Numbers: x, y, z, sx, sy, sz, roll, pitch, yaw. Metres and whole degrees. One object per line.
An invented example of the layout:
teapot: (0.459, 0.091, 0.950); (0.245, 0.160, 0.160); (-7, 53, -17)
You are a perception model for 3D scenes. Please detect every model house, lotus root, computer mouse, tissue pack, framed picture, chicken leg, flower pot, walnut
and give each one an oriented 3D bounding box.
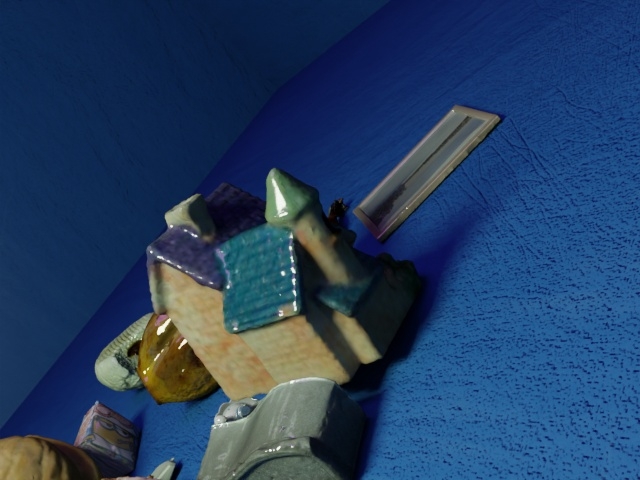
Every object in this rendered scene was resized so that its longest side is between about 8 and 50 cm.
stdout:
model house: (-0.066, 0.036, 0.947); (0.312, 0.280, 0.245); (-22, 19, 41)
lotus root: (-0.231, 0.176, 1.309); (0.291, 0.193, 0.193); (-48, 17, -2)
computer mouse: (-0.271, 0.408, 1.144); (0.056, 0.032, 0.110); (-27, 16, 47)
tissue pack: (-0.428, 0.403, 1.388); (0.065, 0.115, 0.155); (-48, 17, 7)
framed picture: (0.182, -0.128, 1.257); (0.289, 0.016, 0.213); (-46, 17, 5)
chicken leg: (0.000, 0.000, 1.367); (0.106, 0.051, 0.253); (-34, 18, 52)
flower pot: (-0.058, 0.258, 0.832); (0.229, 0.103, 0.108); (-36, 21, 32)
walnut: (-0.509, 0.471, 1.182); (0.285, 0.285, 0.296); (-54, -12, -22)

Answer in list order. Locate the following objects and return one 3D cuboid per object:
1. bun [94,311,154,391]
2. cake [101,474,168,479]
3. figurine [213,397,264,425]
bun: (-0.436, 0.279, 1.671); (0.212, 0.126, 0.204); (-39, 17, 3)
cake: (-0.318, 0.473, 1.001); (0.295, 0.112, 0.116); (-61, 17, -7)
figurine: (-0.108, 0.259, 0.993); (0.094, 0.082, 0.086); (-31, -12, -15)
